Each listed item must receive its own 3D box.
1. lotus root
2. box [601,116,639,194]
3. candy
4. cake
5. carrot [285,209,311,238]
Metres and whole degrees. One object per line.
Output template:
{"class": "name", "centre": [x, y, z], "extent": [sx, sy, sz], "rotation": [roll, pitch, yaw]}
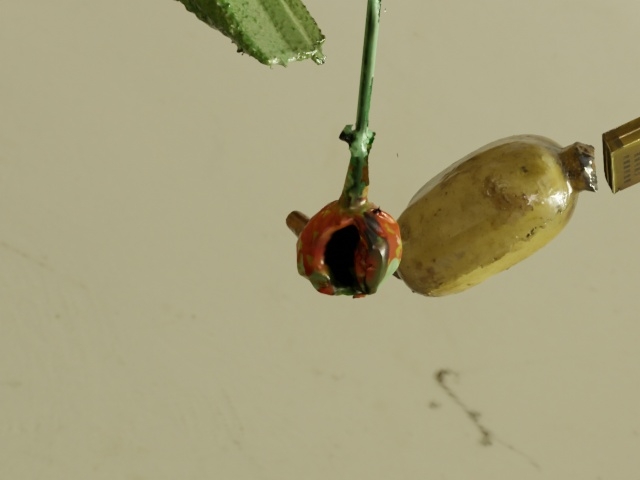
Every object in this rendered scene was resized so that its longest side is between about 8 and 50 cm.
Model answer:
{"class": "lotus root", "centre": [0.203, -0.036, 1.468], "extent": [0.284, 0.146, 0.160], "rotation": [-27, -150, 25]}
{"class": "box", "centre": [0.312, -0.093, 1.080], "extent": [0.133, 0.090, 0.023], "rotation": [-25, -114, 6]}
{"class": "candy", "centre": [0.020, -0.052, 0.613], "extent": [0.049, 0.056, 0.184], "rotation": [-120, -150, -58]}
{"class": "cake", "centre": [-0.088, -0.262, 1.188], "extent": [0.100, 0.235, 0.099], "rotation": [-21, 141, -41]}
{"class": "carrot", "centre": [0.000, 0.000, 1.087], "extent": [0.032, 0.032, 0.093], "rotation": [-58, -140, 4]}
